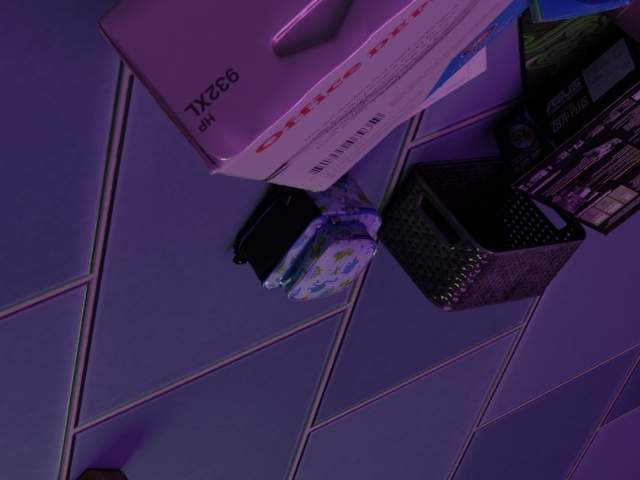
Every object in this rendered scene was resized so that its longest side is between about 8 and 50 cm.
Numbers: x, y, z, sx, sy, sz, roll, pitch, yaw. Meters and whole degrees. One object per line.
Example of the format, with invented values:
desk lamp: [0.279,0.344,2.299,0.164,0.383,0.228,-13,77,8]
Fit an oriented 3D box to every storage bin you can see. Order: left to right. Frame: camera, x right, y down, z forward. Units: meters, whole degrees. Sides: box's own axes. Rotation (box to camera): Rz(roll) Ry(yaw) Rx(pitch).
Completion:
storage bin: [0.157,-0.008,1.729,0.180,0.122,0.084,-6,140,-48]

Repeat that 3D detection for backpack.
backpack: [0.000,0.000,1.583,0.114,0.084,0.105,-11,146,-49]

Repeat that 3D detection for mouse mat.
mouse mat: [0.273,-0.206,1.636,0.189,0.007,0.152,-21,153,-2]

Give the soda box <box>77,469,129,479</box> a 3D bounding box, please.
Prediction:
soda box: [-0.260,0.311,1.790,0.181,0.058,0.061,-47,153,16]

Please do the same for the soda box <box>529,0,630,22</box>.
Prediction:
soda box: [0.195,-0.210,1.379,0.067,0.071,0.210,-10,-175,6]

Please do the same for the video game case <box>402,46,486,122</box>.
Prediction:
video game case: [0.075,-0.150,1.506,0.157,0.019,0.143,-32,154,-11]

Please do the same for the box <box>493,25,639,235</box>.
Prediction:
box: [0.284,-0.105,1.699,0.147,0.077,0.180,23,130,-36]

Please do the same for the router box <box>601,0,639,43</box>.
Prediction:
router box: [0.297,-0.268,1.522,0.179,0.046,0.133,-46,132,16]

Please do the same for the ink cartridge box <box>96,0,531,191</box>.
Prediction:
ink cartridge box: [0.010,-0.154,1.195,0.223,0.129,0.307,-41,172,8]
